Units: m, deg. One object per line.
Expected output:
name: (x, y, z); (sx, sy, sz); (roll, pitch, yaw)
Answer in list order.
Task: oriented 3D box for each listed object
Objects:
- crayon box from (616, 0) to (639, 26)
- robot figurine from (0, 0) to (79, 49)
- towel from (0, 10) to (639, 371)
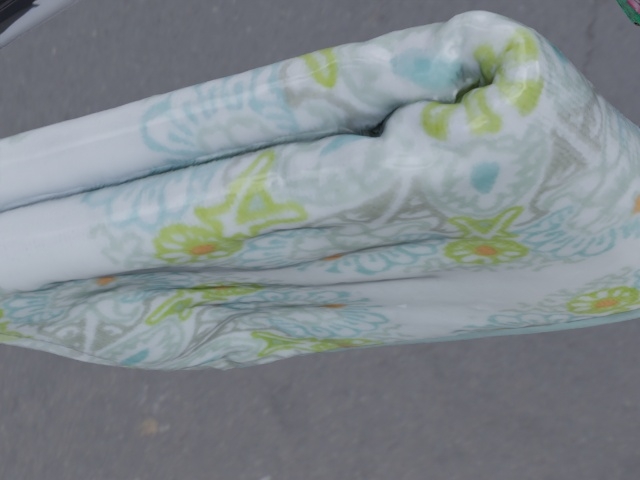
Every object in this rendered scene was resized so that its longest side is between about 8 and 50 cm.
crayon box: (0.200, -0.179, 0.580); (0.165, 0.278, 0.081); (-37, 92, -8)
robot figurine: (-0.132, -0.136, 0.491); (0.278, 0.173, 0.209); (-35, 80, -10)
towel: (0.000, 0.000, 0.855); (0.374, 0.320, 0.090); (-13, 74, 26)
